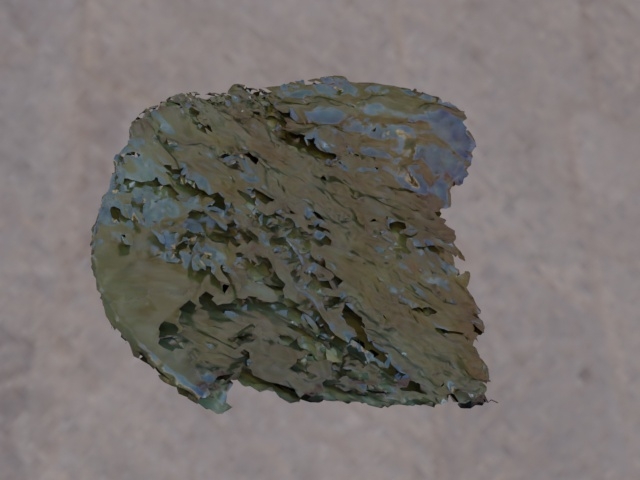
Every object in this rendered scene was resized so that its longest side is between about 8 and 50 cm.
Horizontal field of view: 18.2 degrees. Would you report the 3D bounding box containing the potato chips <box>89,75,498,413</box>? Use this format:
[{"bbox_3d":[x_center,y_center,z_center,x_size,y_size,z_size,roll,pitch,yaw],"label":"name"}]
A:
[{"bbox_3d":[0.000,0.000,0.591,0.142,0.026,0.209,38,32,15],"label":"potato chips"}]
